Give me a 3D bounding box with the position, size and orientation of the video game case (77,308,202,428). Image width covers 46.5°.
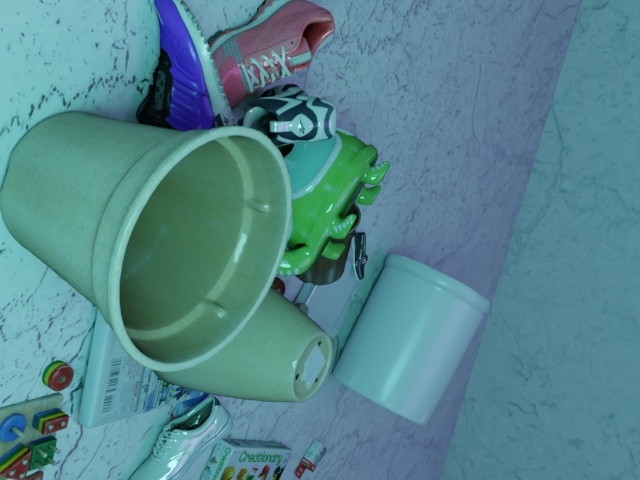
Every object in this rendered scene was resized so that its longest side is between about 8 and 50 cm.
[{"bbox_3d":[-0.293,0.155,1.363,0.300,0.036,0.329,-1,105,-59],"label":"video game case"}]

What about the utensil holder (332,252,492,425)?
[{"bbox_3d":[0.253,0.280,2.099,0.386,0.327,0.327,-63,151,-5],"label":"utensil holder"}]

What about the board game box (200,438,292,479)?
[{"bbox_3d":[-0.193,0.591,1.835,0.305,0.053,0.193,32,81,-61],"label":"board game box"}]

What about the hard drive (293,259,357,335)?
[{"bbox_3d":[-0.011,0.181,1.876,0.308,0.040,0.203,-61,150,-13],"label":"hard drive"}]

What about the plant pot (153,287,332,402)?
[{"bbox_3d":[-0.124,0.183,1.349,0.256,0.274,0.257,-35,133,-49],"label":"plant pot"}]

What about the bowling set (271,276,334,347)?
[{"bbox_3d":[-0.112,0.188,1.642,0.287,0.154,0.200,0,74,-57],"label":"bowling set"}]

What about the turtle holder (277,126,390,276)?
[{"bbox_3d":[-0.031,-0.078,1.456,0.320,0.227,0.243,-59,176,8],"label":"turtle holder"}]

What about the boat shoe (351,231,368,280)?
[{"bbox_3d":[0.105,0.040,1.924,0.046,0.038,0.125,16,68,-73],"label":"boat shoe"}]

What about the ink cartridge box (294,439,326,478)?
[{"bbox_3d":[-0.028,0.646,2.176,0.115,0.029,0.063,-55,149,-22],"label":"ink cartridge box"}]

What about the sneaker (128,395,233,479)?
[{"bbox_3d":[-0.296,0.413,1.502,0.258,0.094,0.091,-41,126,-27],"label":"sneaker"}]

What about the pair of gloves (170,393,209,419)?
[{"bbox_3d":[-0.272,0.288,1.527,0.159,0.023,0.198,-53,149,-25],"label":"pair of gloves"}]

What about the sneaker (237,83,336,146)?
[{"bbox_3d":[-0.094,-0.219,1.311,0.153,0.235,0.094,-10,118,-31],"label":"sneaker"}]

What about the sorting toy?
[{"bbox_3d":[-0.472,0.334,1.196,0.132,0.046,0.275,-4,113,-58],"label":"sorting toy"}]

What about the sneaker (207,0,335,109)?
[{"bbox_3d":[-0.090,-0.325,1.292,0.314,0.136,0.116,-51,147,-26],"label":"sneaker"}]

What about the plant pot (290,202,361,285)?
[{"bbox_3d":[0.000,0.000,1.659,0.167,0.167,0.165,-42,149,-39],"label":"plant pot"}]

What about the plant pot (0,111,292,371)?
[{"bbox_3d":[-0.258,-0.034,1.034,0.334,0.305,0.334,-37,139,-42],"label":"plant pot"}]

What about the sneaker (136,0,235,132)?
[{"bbox_3d":[-0.226,-0.232,1.163,0.146,0.102,0.293,-19,114,-4],"label":"sneaker"}]
